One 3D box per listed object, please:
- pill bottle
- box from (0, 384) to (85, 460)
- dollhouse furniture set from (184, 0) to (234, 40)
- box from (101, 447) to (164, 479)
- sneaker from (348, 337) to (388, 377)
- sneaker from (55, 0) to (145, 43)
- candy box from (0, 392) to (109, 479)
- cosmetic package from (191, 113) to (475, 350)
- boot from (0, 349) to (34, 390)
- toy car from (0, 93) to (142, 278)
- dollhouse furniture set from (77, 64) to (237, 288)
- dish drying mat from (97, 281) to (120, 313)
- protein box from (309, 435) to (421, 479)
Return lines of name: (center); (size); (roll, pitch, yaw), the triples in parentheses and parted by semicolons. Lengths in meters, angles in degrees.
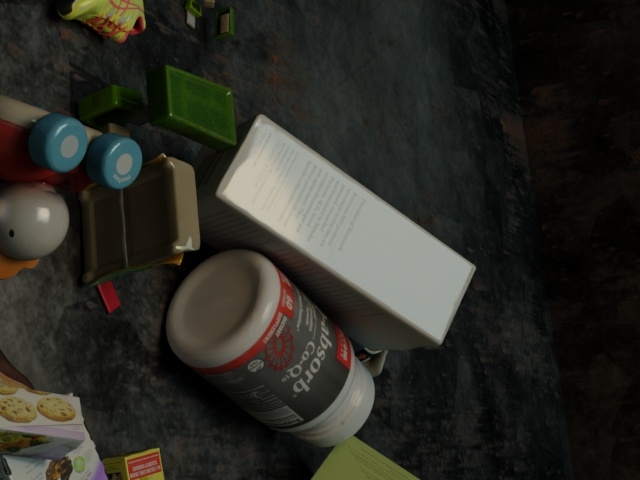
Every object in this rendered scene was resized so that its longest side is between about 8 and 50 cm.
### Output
pill bottle: (-0.071, 0.188, 2.076); (0.363, 0.210, 0.210); (45, 42, -44)
box: (-0.430, 0.205, 1.495); (0.324, 0.063, 0.067); (18, 44, -42)
dollhouse furniture set: (-0.211, -0.411, 2.214); (0.152, 0.076, 0.058); (34, 49, -52)
box: (-0.255, 0.420, 1.808); (0.087, 0.058, 0.232); (-1, 79, -60)
sneaker: (0.044, 0.156, 2.380); (0.321, 0.126, 0.127); (42, 39, -49)
sneaker: (-0.331, -0.353, 1.974); (0.208, 0.081, 0.094); (-28, 105, -61)
candy box: (-0.359, 0.324, 1.653); (0.165, 0.070, 0.196); (-40, 114, -58)
cosmetic package: (0.000, 0.000, 2.066); (0.453, 0.230, 0.161); (35, 69, -20)
boot: (-0.437, 0.098, 1.593); (0.248, 0.090, 0.207); (47, 31, -58)
toy car: (-0.396, -0.061, 1.672); (0.210, 0.219, 0.238); (18, 92, -57)
dollhouse furniture set: (-0.241, -0.081, 1.888); (0.151, 0.197, 0.301); (19, 60, -52)
dish drying mat: (-0.324, 0.066, 1.887); (0.032, 0.008, 0.083); (-43, 117, -57)
protein box: (0.062, 0.476, 2.172); (0.200, 0.136, 0.201); (32, 32, 8)
